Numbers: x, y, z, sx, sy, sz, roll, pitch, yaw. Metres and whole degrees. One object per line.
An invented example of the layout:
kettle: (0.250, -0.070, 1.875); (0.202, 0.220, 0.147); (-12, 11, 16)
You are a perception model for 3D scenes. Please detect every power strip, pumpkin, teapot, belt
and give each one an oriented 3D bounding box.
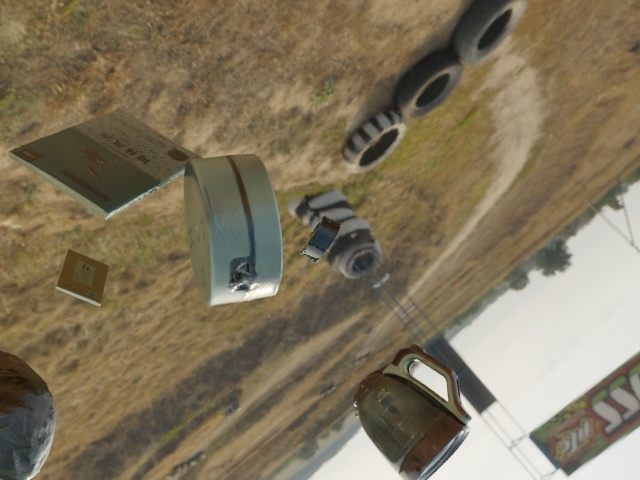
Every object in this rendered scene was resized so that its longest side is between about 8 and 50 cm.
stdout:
power strip: (-0.199, -0.017, 1.411); (0.161, 0.358, 0.357); (-7, 154, -19)
pumpkin: (-0.667, 0.329, 1.267); (0.148, 0.312, 0.169); (-50, 165, 1)
teapot: (0.256, 0.473, 1.768); (0.315, 0.312, 0.233); (-50, 154, 3)
belt: (0.000, 0.000, 1.528); (0.105, 0.058, 0.140); (-61, -174, -32)

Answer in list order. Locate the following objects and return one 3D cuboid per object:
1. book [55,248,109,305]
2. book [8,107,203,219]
book: (-0.615, 0.094, 1.625); (0.012, 0.118, 0.172); (-51, -153, 21)
book: (-0.476, -0.190, 1.444); (0.031, 0.264, 0.379); (-63, 172, 32)
